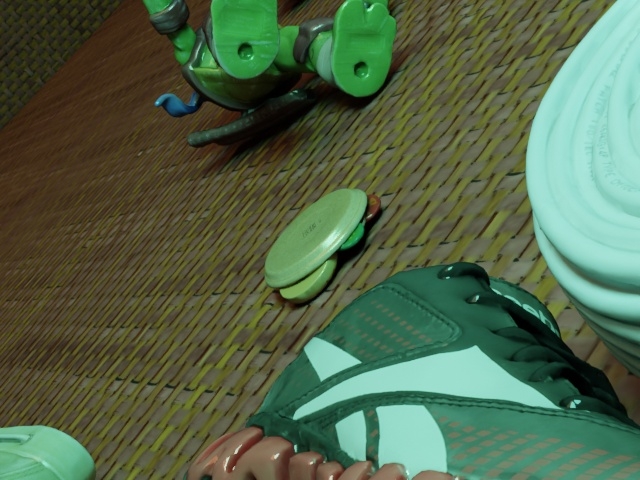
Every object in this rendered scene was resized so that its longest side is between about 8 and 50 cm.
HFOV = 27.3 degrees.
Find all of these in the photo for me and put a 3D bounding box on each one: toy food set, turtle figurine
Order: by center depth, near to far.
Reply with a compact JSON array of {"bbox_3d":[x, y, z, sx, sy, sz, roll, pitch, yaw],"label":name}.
[{"bbox_3d":[0.000,0.000,0.787,0.082,0.020,0.083,-46,18,-7],"label":"toy food set"},{"bbox_3d":[-0.041,-0.206,1.043,0.274,0.198,0.266,-49,23,-3],"label":"turtle figurine"}]

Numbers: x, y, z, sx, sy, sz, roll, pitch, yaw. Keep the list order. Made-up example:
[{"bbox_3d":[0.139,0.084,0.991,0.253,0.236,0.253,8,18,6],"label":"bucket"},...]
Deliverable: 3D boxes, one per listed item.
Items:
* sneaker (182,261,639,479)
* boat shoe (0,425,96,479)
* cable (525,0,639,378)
[{"bbox_3d":[0.054,0.066,0.411,0.135,0.098,0.276,-54,19,-20],"label":"sneaker"},{"bbox_3d":[-0.244,0.172,0.835,0.302,0.109,0.094,-8,24,47],"label":"boat shoe"},{"bbox_3d":[0.184,-0.053,0.408,0.257,0.089,0.257,-37,20,20],"label":"cable"}]
